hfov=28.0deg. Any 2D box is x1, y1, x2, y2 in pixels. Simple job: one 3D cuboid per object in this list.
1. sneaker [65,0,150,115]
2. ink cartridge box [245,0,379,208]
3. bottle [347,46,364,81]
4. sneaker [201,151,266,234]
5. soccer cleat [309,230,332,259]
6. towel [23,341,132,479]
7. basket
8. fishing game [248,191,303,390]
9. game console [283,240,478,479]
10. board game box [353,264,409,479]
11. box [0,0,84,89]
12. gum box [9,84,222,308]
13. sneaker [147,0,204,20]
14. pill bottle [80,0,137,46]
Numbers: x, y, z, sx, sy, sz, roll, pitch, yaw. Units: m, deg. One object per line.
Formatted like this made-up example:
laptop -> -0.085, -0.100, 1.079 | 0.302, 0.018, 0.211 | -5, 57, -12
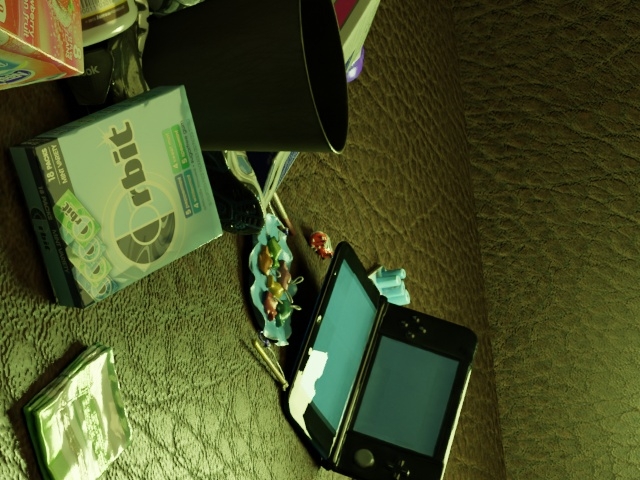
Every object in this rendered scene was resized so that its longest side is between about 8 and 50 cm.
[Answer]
sneaker -> -0.210, -0.149, 1.263 | 0.106, 0.078, 0.234 | -2, 84, -66
ink cartridge box -> -0.021, -0.196, 1.683 | 0.175, 0.069, 0.371 | 113, 3, -57
bottle -> -0.023, -0.354, 1.888 | 0.283, 0.118, 0.092 | 67, 23, -43
sneaker -> -0.112, -0.091, 1.538 | 0.211, 0.080, 0.081 | 68, 25, -42
soccer cleat -> 0.000, 0.000, 1.961 | 0.083, 0.029, 0.035 | 58, 20, -60
towel -> -0.216, 0.170, 1.172 | 0.152, 0.023, 0.113 | -52, 131, -67
basket -> -0.101, -0.174, 1.360 | 0.154, 0.227, 0.204 | 3, 79, -73
fishing game -> -0.056, 0.050, 1.732 | 0.189, 0.041, 0.264 | 65, 23, -51
game console -> 0.095, 0.187, 1.857 | 0.173, 0.250, 0.293 | 103, 6, -59
board game box -> 0.112, 0.261, 2.162 | 0.390, 0.050, 0.389 | -31, 112, -72
box -> -0.280, -0.272, 0.961 | 0.154, 0.142, 0.299 | 21, 63, -71
gum box -> -0.186, -0.044, 1.207 | 0.184, 0.041, 0.157 | -31, 115, -42
sneaker -> -0.139, -0.292, 1.415 | 0.268, 0.153, 0.101 | 21, 62, -71
pill bottle -> -0.244, -0.280, 1.127 | 0.117, 0.117, 0.215 | -63, 142, -62
